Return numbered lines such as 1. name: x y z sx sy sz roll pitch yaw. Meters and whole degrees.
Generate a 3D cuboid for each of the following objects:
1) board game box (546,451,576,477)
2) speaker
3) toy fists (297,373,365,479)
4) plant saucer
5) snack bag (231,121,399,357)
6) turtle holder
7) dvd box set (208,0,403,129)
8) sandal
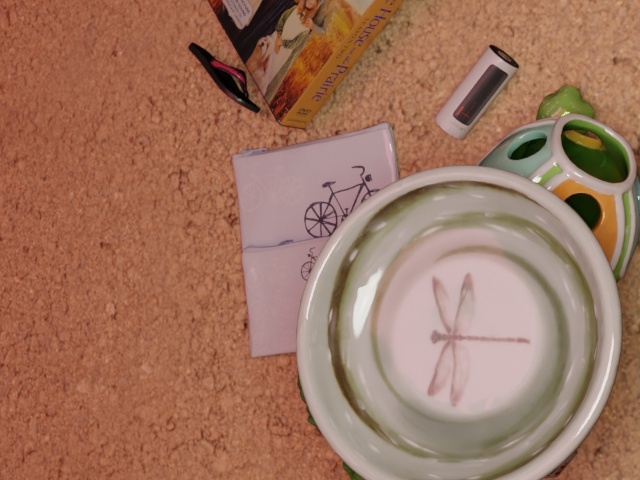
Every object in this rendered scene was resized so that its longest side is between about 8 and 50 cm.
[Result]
1. board game box: 0.206 0.236 1.796 0.193 0.305 0.053 43 105 27
2. speaker: 0.223 -0.212 1.950 0.055 0.055 0.136 49 114 26
3. toy fists: 0.067 0.277 1.991 0.096 0.142 0.279 -48 63 24
4. plant saucer: 0.168 0.114 1.612 0.400 0.100 0.401 -6 76 25
5. snack bag: 0.000 0.000 2.111 0.323 0.037 0.343 -9 83 35
6. turtle holder: 0.318 -0.050 1.767 0.243 0.320 0.227 39 132 14
7. dvd box set: 0.006 -0.421 2.046 0.420 0.062 0.308 -49 55 33
8. sandal: -0.153 -0.274 2.210 0.040 0.067 0.179 -46 61 12
